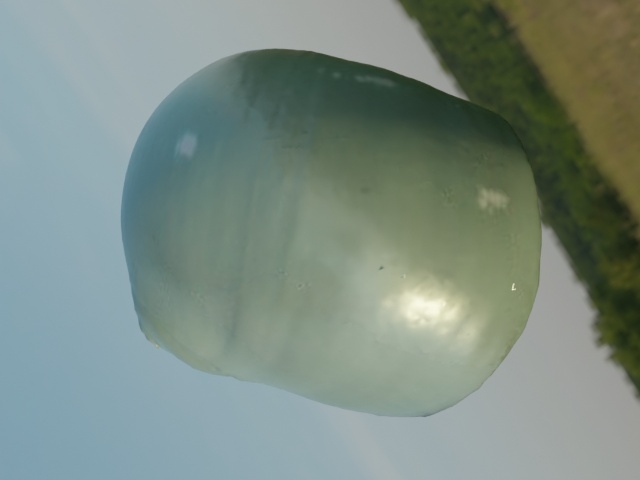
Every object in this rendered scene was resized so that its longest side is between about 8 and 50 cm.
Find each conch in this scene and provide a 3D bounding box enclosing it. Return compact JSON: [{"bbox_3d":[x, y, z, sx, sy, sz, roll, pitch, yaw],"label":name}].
[{"bbox_3d":[-0.004,0.003,0.766,0.121,0.221,0.185,-41,-65,-40],"label":"conch"}]
